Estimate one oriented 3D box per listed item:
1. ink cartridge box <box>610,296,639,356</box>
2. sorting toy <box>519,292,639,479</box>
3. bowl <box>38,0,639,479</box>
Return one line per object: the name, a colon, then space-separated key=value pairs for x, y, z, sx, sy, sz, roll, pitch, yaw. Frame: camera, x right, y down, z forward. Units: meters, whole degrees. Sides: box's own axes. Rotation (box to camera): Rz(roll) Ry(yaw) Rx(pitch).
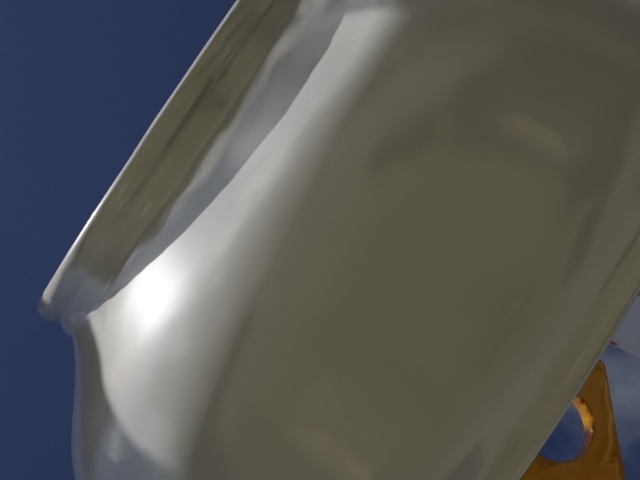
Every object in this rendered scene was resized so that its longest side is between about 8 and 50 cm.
ink cartridge box: x=0.261 y=-0.060 z=1.307 sx=0.207 sy=0.117 sz=0.283 roll=23 pitch=-125 yaw=3
sorting toy: x=0.091 y=-0.051 z=0.867 sx=0.196 sy=0.047 sz=0.347 roll=-12 pitch=-106 yaw=-25
bowl: x=0.000 y=0.000 z=0.599 sx=0.134 sy=0.298 sz=0.298 roll=34 pitch=-90 yaw=-4
